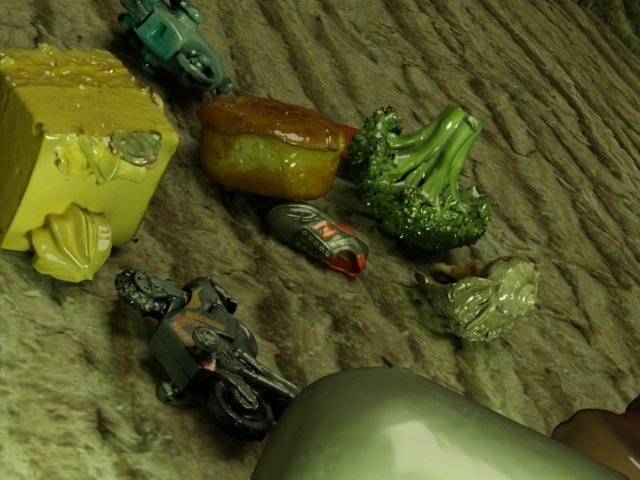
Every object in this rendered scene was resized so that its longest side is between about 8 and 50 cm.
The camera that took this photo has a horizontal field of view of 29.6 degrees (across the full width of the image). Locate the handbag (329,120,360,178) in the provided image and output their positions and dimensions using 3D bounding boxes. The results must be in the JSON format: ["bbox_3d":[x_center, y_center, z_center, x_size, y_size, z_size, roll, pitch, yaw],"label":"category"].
[{"bbox_3d":[0.066,-0.170,2.347,0.190,0.063,0.127,14,32,-25],"label":"handbag"}]

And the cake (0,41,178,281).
[{"bbox_3d":[-0.341,-0.104,1.663,0.222,0.227,0.286,-7,44,-44],"label":"cake"}]

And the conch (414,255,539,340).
[{"bbox_3d":[0.255,0.083,2.039,0.178,0.163,0.245,29,-6,-39],"label":"conch"}]

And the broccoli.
[{"bbox_3d":[0.177,-0.118,2.204,0.235,0.260,0.288,5,-20,48],"label":"broccoli"}]

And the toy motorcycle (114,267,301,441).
[{"bbox_3d":[-0.143,0.142,1.595,0.307,0.108,0.173,49,27,24],"label":"toy motorcycle"}]

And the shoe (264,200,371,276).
[{"bbox_3d":[-0.001,0.000,2.000,0.194,0.074,0.077,24,34,-19],"label":"shoe"}]

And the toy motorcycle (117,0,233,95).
[{"bbox_3d":[-0.267,-0.368,2.260,0.260,0.154,0.206,48,8,14],"label":"toy motorcycle"}]

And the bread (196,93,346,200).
[{"bbox_3d":[-0.083,-0.162,2.043,0.268,0.146,0.268,11,18,-4],"label":"bread"}]

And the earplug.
[{"bbox_3d":[0.116,0.316,1.355,0.394,0.313,0.313,29,28,-4],"label":"earplug"}]

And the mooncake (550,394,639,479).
[{"bbox_3d":[0.484,0.365,1.786,0.333,0.174,0.326,30,25,3],"label":"mooncake"}]
